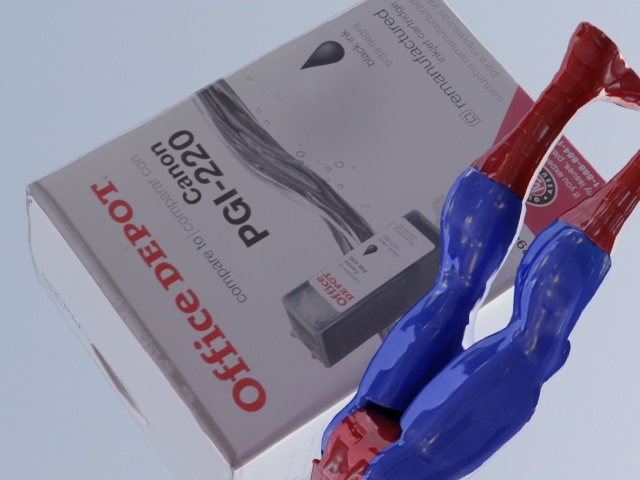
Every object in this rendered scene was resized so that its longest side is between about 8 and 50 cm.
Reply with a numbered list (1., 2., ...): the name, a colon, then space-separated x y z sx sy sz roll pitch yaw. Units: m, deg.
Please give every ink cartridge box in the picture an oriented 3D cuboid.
1. ink cartridge box: 0.000 0.000 0.673 0.218 0.092 0.158 -32 -109 -19

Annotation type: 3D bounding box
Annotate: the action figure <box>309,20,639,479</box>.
1. action figure: 0.049 0.082 0.497 0.280 0.091 0.139 -49 -53 -1
